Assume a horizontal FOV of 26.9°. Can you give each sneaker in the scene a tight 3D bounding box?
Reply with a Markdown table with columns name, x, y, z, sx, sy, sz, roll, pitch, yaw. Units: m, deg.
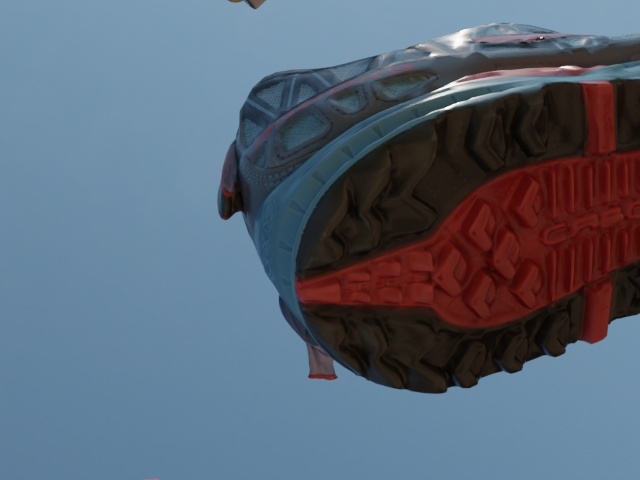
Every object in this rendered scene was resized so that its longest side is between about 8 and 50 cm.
| name | x | y | z | sx | sy | sz | roll | pitch | yaw |
| --- | --- | --- | --- | --- | --- | --- | --- | --- | --- |
| sneaker | 0.092 | -0.039 | 0.423 | 0.262 | 0.125 | 0.104 | -7 | -62 | -25 |

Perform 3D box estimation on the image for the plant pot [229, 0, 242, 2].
| name | x | y | z | sx | sy | sz | roll | pitch | yaw |
| --- | --- | --- | --- | --- | --- | --- | --- | --- | --- |
| plant pot | -0.111 | -0.344 | 1.010 | 0.212 | 0.187 | 0.212 | -54 | -43 | -1 |

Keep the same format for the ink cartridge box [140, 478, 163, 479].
| name | x | y | z | sx | sy | sz | roll | pitch | yaw |
| --- | --- | --- | --- | --- | --- | --- | --- | --- | --- |
| ink cartridge box | -0.117 | 0.218 | 0.862 | 0.231 | 0.134 | 0.078 | 12 | -83 | -68 |

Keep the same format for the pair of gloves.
| name | x | y | z | sx | sy | sz | roll | pitch | yaw |
| --- | --- | --- | --- | --- | --- | --- | --- | --- | --- |
| pair of gloves | 0.024 | 0.096 | 1.657 | 0.198 | 0.023 | 0.159 | 3 | -103 | -45 |

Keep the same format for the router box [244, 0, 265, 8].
| name | x | y | z | sx | sy | sz | roll | pitch | yaw |
| --- | --- | --- | --- | --- | --- | --- | --- | --- | --- |
| router box | -0.024 | -0.288 | 1.137 | 0.179 | 0.133 | 0.046 | -42 | -54 | 1 |
